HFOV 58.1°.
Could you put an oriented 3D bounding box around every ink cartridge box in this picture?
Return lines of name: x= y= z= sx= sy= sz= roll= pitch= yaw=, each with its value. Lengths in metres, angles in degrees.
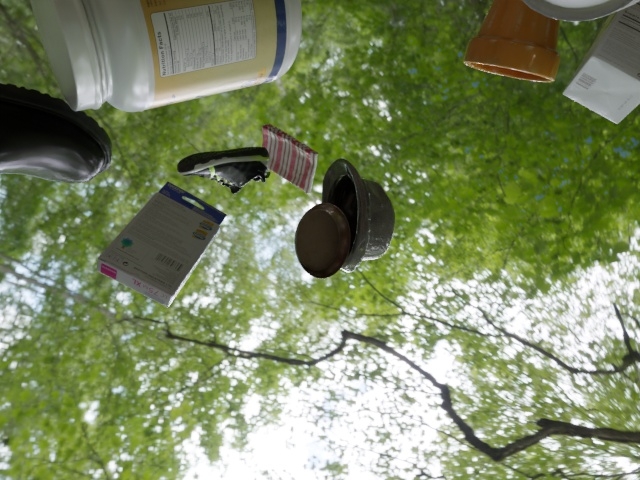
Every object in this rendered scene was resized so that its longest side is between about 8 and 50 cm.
ink cartridge box: x=-0.371 y=0.000 z=1.392 sx=0.065 sy=0.186 sz=0.311 roll=-58 pitch=-175 yaw=45

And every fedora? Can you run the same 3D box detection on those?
fedora: x=0.099 y=-0.060 z=1.416 sx=0.244 sy=0.124 sz=0.275 roll=134 pitch=-48 yaw=-59

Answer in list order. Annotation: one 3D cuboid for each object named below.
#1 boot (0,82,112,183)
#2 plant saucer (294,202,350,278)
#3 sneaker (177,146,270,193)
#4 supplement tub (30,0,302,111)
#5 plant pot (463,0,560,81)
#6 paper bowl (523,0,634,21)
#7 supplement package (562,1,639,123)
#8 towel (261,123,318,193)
boot: x=-0.449 y=-0.079 z=0.748 sx=0.131 sy=0.348 sz=0.260 roll=-33 pitch=-127 yaw=38
plant saucer: x=0.000 y=0.000 z=1.275 sx=0.029 sy=0.168 sz=0.168 roll=4 pitch=-106 yaw=45
sneaker: x=-0.198 y=-0.147 z=1.256 sx=0.084 sy=0.235 sz=0.097 roll=13 pitch=-68 yaw=46
supplement tub: x=-0.211 y=-0.308 z=0.797 sx=0.316 sy=0.228 sz=0.228 roll=-21 pitch=-129 yaw=-26
plant pot: x=0.442 y=-0.466 z=1.274 sx=0.205 sy=0.205 sz=0.188 roll=24 pitch=-72 yaw=35
paper bowl: x=0.418 y=-0.495 z=0.903 sx=0.284 sy=0.284 sz=0.148 roll=28 pitch=-138 yaw=35
supplement package: x=0.636 y=-0.392 z=1.187 sx=0.134 sy=0.139 sz=0.244 roll=33 pitch=-108 yaw=8
towel: x=-0.095 y=-0.229 z=1.629 sx=0.197 sy=0.144 sz=0.029 roll=34 pitch=-132 yaw=23
